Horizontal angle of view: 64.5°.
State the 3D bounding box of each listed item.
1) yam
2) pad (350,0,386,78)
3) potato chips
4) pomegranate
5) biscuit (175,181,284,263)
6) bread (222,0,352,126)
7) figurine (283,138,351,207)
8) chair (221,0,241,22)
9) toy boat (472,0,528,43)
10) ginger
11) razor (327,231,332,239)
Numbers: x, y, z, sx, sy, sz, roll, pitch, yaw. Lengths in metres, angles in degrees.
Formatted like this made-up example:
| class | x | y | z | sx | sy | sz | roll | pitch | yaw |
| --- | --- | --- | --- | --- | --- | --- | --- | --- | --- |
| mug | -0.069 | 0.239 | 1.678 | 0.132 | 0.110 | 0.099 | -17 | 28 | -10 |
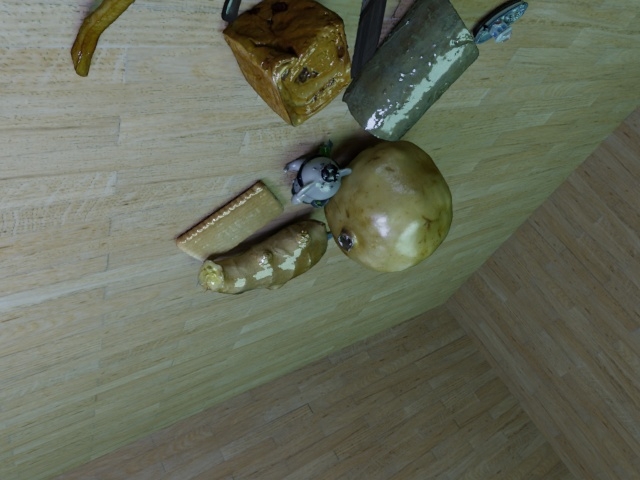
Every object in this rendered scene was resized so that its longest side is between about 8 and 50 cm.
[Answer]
| class | x | y | z | sx | sy | sz | roll | pitch | yaw |
| --- | --- | --- | --- | --- | --- | --- | --- | --- | --- |
| yam | 0.179 | -0.335 | 0.998 | 0.268 | 0.161 | 0.161 | -47 | 153 | 26 |
| pad | 0.068 | -0.369 | 0.643 | 0.323 | 0.055 | 0.249 | 3 | 97 | -82 |
| potato chips | -0.272 | -0.273 | 0.639 | 0.204 | 0.037 | 0.026 | -24 | -176 | 41 |
| pomegranate | 0.160 | -0.082 | 1.273 | 0.333 | 0.332 | 0.332 | -27 | 155 | -14 |
| biscuit | -0.212 | -0.039 | 1.216 | 0.250 | 0.030 | 0.160 | -35 | 155 | 3 |
| bread | -0.048 | -0.292 | 0.819 | 0.149 | 0.143 | 0.158 | -37 | 156 | -12 |
| figurine | -0.012 | -0.138 | 1.156 | 0.147 | 0.126 | 0.192 | -35 | -172 | -24 |
| chair | -0.110 | -0.415 | 0.503 | 0.186 | 0.160 | 0.319 | 1 | 139 | -44 |
| toy boat | 0.403 | -0.477 | 1.126 | 0.140 | 0.066 | 0.059 | -32 | 159 | -1 |
| ginger | -0.150 | 0.053 | 1.363 | 0.376 | 0.166 | 0.236 | -12 | 174 | -19 |
| razor | 0.000 | 0.000 | 1.539 | 0.135 | 0.068 | 0.040 | -29 | 158 | -41 |
